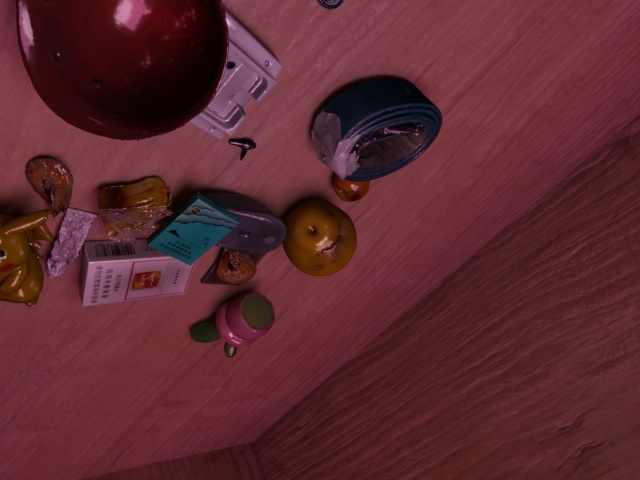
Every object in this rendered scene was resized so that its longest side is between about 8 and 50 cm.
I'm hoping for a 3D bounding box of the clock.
[{"bbox_3d":[-0.247,-0.386,1.013,0.262,0.116,0.231,-44,145,16],"label":"clock"}]

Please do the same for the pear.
[{"bbox_3d":[0.003,-0.013,1.580,0.285,0.285,0.336,-43,180,16],"label":"pear"}]

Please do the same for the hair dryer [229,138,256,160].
[{"bbox_3d":[-0.237,-0.266,1.266,0.079,0.031,0.083,2,143,-27],"label":"hair dryer"}]

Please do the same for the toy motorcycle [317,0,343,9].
[{"bbox_3d":[-0.053,-0.617,0.884,0.315,0.113,0.169,10,119,-36],"label":"toy motorcycle"}]

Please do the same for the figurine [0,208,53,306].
[{"bbox_3d":[-0.780,0.030,1.058,0.218,0.169,0.327,7,141,-14],"label":"figurine"}]

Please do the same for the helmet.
[{"bbox_3d":[-0.335,-0.394,0.811,0.385,0.230,0.337,-37,115,25],"label":"helmet"}]

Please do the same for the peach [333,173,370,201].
[{"bbox_3d":[0.115,-0.208,1.546,0.138,0.138,0.138,-22,146,-16],"label":"peach"}]

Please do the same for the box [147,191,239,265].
[{"bbox_3d":[-0.380,-0.029,1.283,0.226,0.042,0.161,-37,137,17],"label":"box"}]

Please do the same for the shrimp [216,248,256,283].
[{"bbox_3d":[-0.322,0.084,1.592,0.145,0.061,0.267,-18,148,-7],"label":"shrimp"}]

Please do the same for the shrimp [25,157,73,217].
[{"bbox_3d":[-0.669,-0.130,1.067,0.101,0.042,0.190,8,134,-18],"label":"shrimp"}]

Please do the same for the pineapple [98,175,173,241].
[{"bbox_3d":[-0.525,-0.082,1.183,0.236,0.115,0.186,-35,148,9],"label":"pineapple"}]

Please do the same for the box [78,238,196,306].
[{"bbox_3d":[-0.584,0.095,1.383,0.330,0.095,0.210,-5,138,-39],"label":"box"}]

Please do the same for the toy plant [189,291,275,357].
[{"bbox_3d":[-0.343,0.363,1.845,0.317,0.211,0.356,4,145,-46],"label":"toy plant"}]

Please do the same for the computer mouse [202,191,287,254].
[{"bbox_3d":[-0.284,-0.063,1.403,0.370,0.122,0.188,15,126,-39],"label":"computer mouse"}]

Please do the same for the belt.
[{"bbox_3d":[0.185,-0.346,1.376,0.436,0.173,0.300,-15,146,-25],"label":"belt"}]

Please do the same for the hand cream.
[{"bbox_3d":[-0.719,0.017,1.211,0.084,0.050,0.257,16,121,-46],"label":"hand cream"}]

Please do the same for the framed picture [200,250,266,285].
[{"bbox_3d":[-0.319,0.082,1.659,0.192,0.018,0.265,13,125,-48],"label":"framed picture"}]
